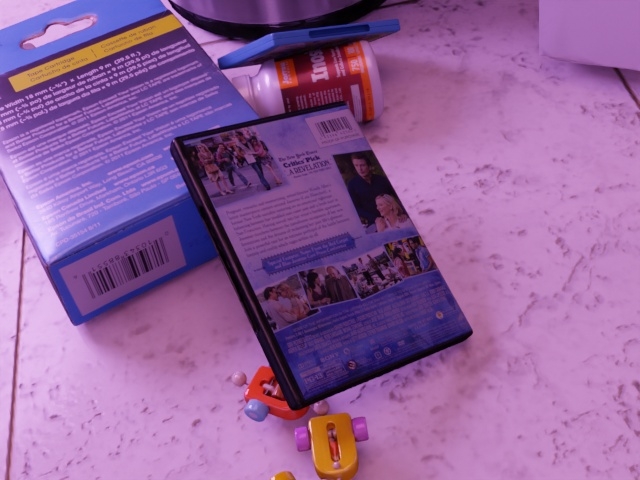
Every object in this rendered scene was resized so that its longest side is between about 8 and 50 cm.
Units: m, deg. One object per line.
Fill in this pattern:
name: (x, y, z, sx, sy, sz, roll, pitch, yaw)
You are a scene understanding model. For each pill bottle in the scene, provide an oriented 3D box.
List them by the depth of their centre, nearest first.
pill bottle: (-0.014, -0.158, 0.901, 0.151, 0.086, 0.086, -13, 50, -2)

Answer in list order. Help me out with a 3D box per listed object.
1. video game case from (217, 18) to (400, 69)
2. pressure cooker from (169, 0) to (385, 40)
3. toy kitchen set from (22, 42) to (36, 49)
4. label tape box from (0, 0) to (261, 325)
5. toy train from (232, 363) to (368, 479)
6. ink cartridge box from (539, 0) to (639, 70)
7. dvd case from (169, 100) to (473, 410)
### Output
video game case: (-0.013, -0.212, 0.912, 0.166, 0.015, 0.119, -16, 7, -33)
pressure cooker: (-0.070, -0.492, 0.970, 0.375, 0.421, 0.370, -8, 49, 2)
toy kitchen set: (-0.443, -0.159, 0.976, 0.166, 0.122, 0.207, 26, 39, 27)
label tape box: (-0.212, -0.108, 0.865, 0.240, 0.106, 0.334, -26, 55, -16)
toy train: (-0.030, 0.174, 0.659, 0.125, 0.046, 0.166, 10, 50, 18)
ink cartridge box: (0.340, -0.408, 0.831, 0.166, 0.395, 0.285, 17, 51, 29)
dvd case: (0.000, 0.000, 0.721, 0.180, 0.022, 0.253, -17, 70, -28)
